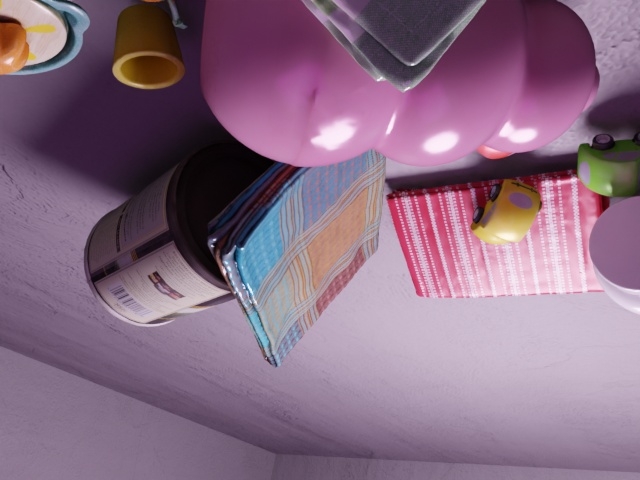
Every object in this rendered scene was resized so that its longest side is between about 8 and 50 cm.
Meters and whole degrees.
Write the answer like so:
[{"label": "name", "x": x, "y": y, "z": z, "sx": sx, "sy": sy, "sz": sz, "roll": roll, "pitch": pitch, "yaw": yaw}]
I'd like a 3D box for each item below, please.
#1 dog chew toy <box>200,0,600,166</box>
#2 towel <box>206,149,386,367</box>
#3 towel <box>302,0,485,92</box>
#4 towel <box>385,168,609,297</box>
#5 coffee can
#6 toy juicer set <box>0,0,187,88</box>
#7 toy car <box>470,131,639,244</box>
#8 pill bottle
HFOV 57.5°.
[{"label": "dog chew toy", "x": 0.073, "y": -0.155, "z": 0.488, "sx": 0.331, "sy": 0.207, "sz": 0.207, "roll": 6, "pitch": 152, "yaw": -10}, {"label": "towel", "x": 0.000, "y": 0.000, "z": 0.723, "sx": 0.040, "sy": 0.271, "sz": 0.370, "roll": 34, "pitch": 158, "yaw": 21}, {"label": "towel", "x": 0.009, "y": -0.270, "z": 0.291, "sx": 0.325, "sy": 0.038, "sz": 0.248, "roll": 39, "pitch": 113, "yaw": -14}, {"label": "towel", "x": 0.243, "y": -0.002, "z": 0.792, "sx": 0.274, "sy": 0.031, "sz": 0.199, "roll": -5, "pitch": 126, "yaw": 26}, {"label": "coffee can", "x": -0.187, "y": 0.002, "z": 0.832, "sx": 0.201, "sy": 0.202, "sz": 0.275, "roll": 31, "pitch": 145, "yaw": -32}, {"label": "toy juicer set", "x": -0.262, "y": -0.195, "z": 0.461, "sx": 0.329, "sy": 0.090, "sz": 0.209, "roll": -2, "pitch": 165, "yaw": -24}, {"label": "toy car", "x": 0.269, "y": -0.076, "z": 0.646, "sx": 0.225, "sy": 0.053, "sz": 0.239, "roll": -2, "pitch": 135, "yaw": 20}, {"label": "pill bottle", "x": 0.405, "y": 0.027, "z": 0.682, "sx": 0.136, "sy": 0.136, "sz": 0.245, "roll": -16, "pitch": 158, "yaw": 39}]
